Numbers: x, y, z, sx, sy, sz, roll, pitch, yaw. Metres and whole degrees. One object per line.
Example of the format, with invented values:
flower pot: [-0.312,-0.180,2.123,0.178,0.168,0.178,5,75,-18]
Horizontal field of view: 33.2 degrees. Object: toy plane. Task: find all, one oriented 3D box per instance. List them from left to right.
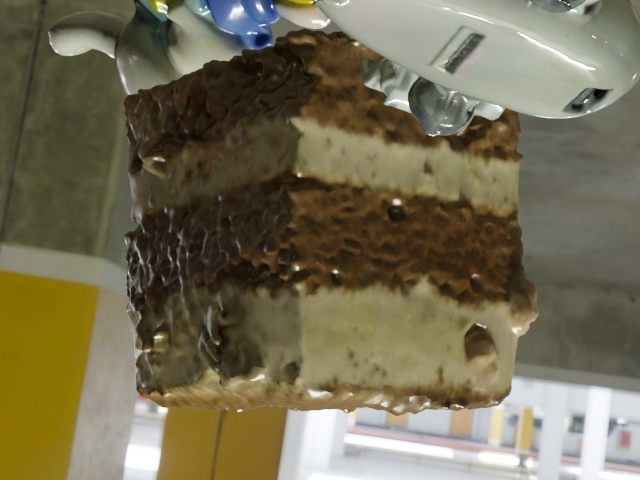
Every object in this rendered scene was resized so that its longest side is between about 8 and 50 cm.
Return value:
toy plane: [0.084,-0.153,0.650,0.252,0.118,0.252,12,151,7]

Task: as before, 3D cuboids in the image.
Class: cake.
cake: [0.000,0.000,0.897,0.282,0.290,0.256,7,168,-38]

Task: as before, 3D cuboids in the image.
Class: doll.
doll: [-0.130,-0.255,1.236,0.376,0.187,0.365,28,129,-1]
